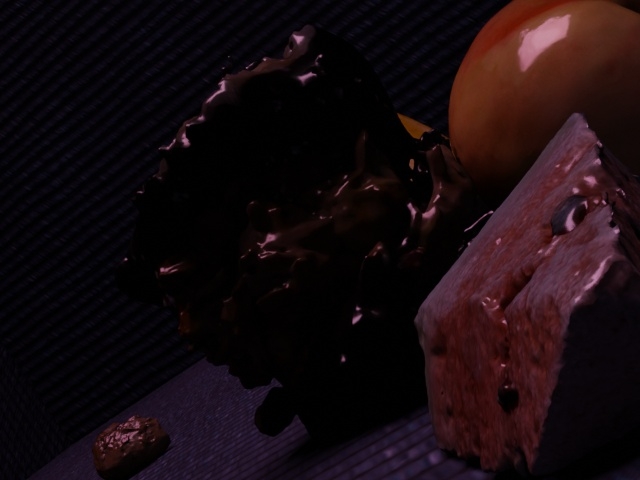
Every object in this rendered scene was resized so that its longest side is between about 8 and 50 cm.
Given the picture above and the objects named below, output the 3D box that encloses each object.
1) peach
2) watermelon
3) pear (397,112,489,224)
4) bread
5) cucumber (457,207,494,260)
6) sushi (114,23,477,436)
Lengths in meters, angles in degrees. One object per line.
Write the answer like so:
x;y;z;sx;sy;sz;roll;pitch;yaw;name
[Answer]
0.171;-0.087;0.878;0.184;0.184;0.184;-35;1;1;peach
0.095;0.030;0.518;0.154;0.094;0.241;-42;3;3;watermelon
0.039;-0.031;1.162;0.267;0.178;0.267;-30;-18;-11;pear
-0.231;0.244;1.535;0.082;0.060;0.113;-32;1;-34;bread
0.135;0.003;1.047;0.187;0.058;0.058;-35;1;-7;cucumber
0.004;0.004;0.842;0.225;0.219;0.238;-46;-20;-11;sushi
